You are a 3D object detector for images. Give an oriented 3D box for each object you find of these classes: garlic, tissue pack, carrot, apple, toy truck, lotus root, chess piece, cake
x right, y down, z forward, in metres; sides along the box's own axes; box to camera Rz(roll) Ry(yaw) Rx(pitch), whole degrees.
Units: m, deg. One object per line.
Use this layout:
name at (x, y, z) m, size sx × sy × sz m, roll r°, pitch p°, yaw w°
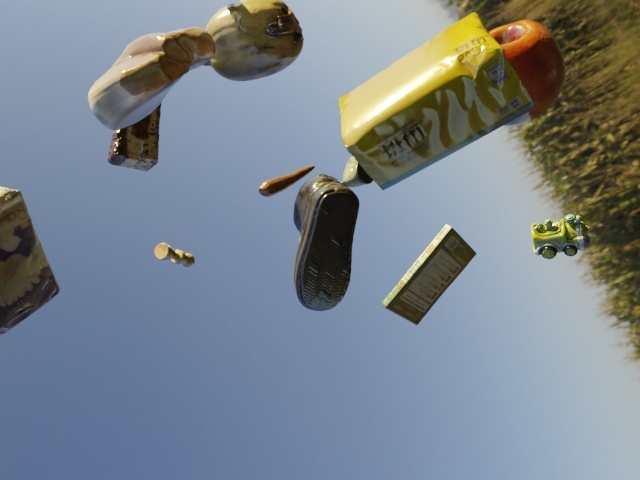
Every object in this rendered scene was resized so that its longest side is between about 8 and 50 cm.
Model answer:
garlic at (-0.313, -0.283, 0.949) m, size 0.110 × 0.228 × 0.217 m, roll 48°, pitch -130°, yaw -17°
tissue pack at (0.172, -0.226, 0.881) m, size 0.134 × 0.271 × 0.192 m, roll 49°, pitch -157°, yaw -29°
tissue pack at (-0.848, 0.054, 1.410) m, size 0.242 × 0.125 × 0.343 m, roll -46°, pitch -40°, yaw -47°
carrot at (-0.096, -0.185, 1.658) m, size 0.216 × 0.048 × 0.048 m, roll -29°, pitch -91°, yaw -33°
apple at (0.431, -0.372, 1.226) m, size 0.201 × 0.218 × 0.218 m, roll 57°, pitch -157°, yaw -36°
toy truck at (0.485, -0.014, 1.108) m, size 0.076 × 0.111 × 0.076 m, roll 65°, pitch -151°, yaw -25°
lotus root at (-0.193, -0.477, 1.321) m, size 0.183 × 0.310 × 0.182 m, roll -12°, pitch -90°, yaw -77°
chess piece at (-0.482, 0.054, 1.839) m, size 0.172 × 0.060 × 0.060 m, roll 31°, pitch -143°, yaw -62°
cake at (-0.485, -0.299, 1.433) m, size 0.112 × 0.135 × 0.245 m, roll 9°, pitch -110°, yaw -28°

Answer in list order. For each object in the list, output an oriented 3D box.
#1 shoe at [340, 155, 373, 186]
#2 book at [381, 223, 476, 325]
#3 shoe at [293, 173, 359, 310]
shoe at (0.148, -0.272, 1.942) m, size 0.103 × 0.098 × 0.275 m, roll 54°, pitch -143°, yaw -17°
book at (0.293, 0.098, 1.450) m, size 0.027 × 0.264 × 0.202 m, roll 42°, pitch -174°, yaw 38°
shoe at (0.000, 0.000, 1.615) m, size 0.171 × 0.383 × 0.237 m, roll 3°, pitch -161°, yaw -14°
